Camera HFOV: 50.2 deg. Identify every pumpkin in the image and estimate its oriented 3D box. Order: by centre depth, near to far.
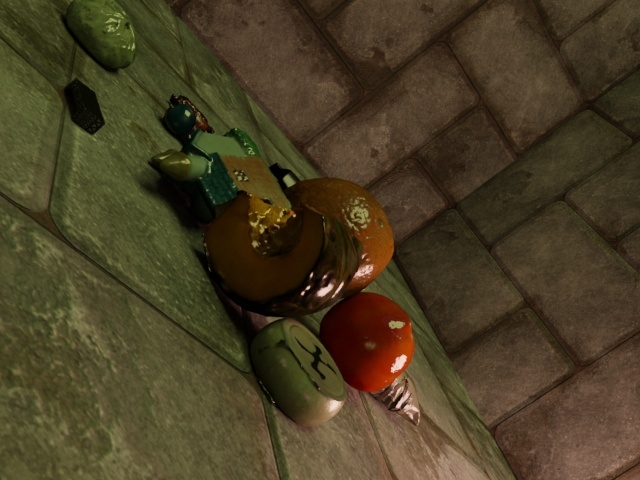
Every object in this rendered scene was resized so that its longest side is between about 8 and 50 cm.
[{"bbox_3d":[-0.079,0.041,1.454,0.303,0.256,0.225,22,3,33],"label":"pumpkin"}]

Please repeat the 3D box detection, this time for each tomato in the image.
[{"bbox_3d":[0.112,0.251,1.741,0.180,0.260,0.259,4,47,-51],"label":"tomato"}]

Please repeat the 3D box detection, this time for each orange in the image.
[{"bbox_3d":[0.000,0.000,1.757,0.322,0.357,0.321,24,61,-52],"label":"orange"}]

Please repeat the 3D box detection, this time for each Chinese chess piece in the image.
[{"bbox_3d":[-0.043,0.265,1.382,0.237,0.092,0.237,50,12,-14],"label":"Chinese chess piece"}]

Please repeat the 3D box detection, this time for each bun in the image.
[{"bbox_3d":[-0.551,-0.549,1.772,0.204,0.127,0.212,51,9,-21],"label":"bun"}]

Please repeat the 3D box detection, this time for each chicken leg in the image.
[{"bbox_3d":[-0.394,-0.389,2.138,0.219,0.048,0.089,42,18,-46],"label":"chicken leg"}]

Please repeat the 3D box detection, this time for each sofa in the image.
[{"bbox_3d":[-0.483,-0.275,1.395,0.060,0.039,0.118,42,14,-50],"label":"sofa"}]

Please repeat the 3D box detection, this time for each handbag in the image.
[{"bbox_3d":[0.192,0.401,1.915,0.270,0.117,0.182,48,20,-31],"label":"handbag"}]

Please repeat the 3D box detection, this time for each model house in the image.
[{"bbox_3d":[-0.271,-0.129,1.564,0.325,0.194,0.267,6,49,-58],"label":"model house"}]

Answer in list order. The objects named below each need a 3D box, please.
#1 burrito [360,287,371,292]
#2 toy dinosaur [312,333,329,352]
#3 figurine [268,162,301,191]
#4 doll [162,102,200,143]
[{"bbox_3d":[0.098,0.133,2.501,0.117,0.076,0.392,26,26,-54],"label":"burrito"},{"bbox_3d":[-0.013,0.262,1.686,0.083,0.031,0.047,43,12,-42],"label":"toy dinosaur"},{"bbox_3d":[-0.100,-0.130,2.318,0.308,0.143,0.308,55,-9,12],"label":"figurine"},{"bbox_3d":[-0.379,-0.321,1.903,0.114,0.086,0.152,-98,161,-48],"label":"doll"}]
